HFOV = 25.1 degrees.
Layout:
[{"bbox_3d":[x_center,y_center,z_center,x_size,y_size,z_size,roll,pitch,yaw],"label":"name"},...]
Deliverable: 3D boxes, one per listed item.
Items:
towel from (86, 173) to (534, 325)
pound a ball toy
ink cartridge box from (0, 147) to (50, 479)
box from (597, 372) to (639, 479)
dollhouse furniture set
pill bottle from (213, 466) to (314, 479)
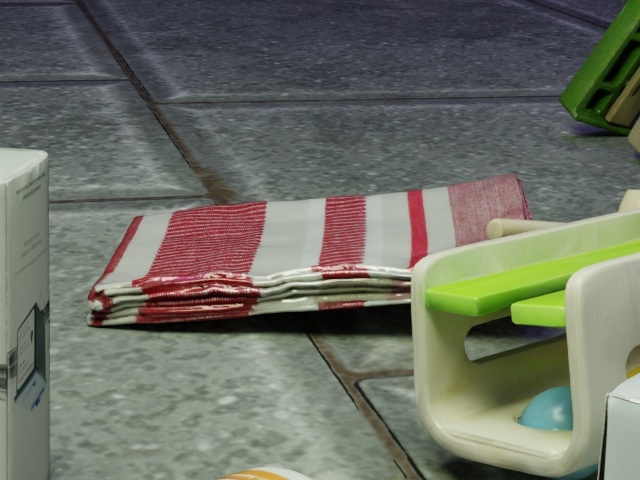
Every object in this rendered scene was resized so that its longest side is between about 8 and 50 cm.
[{"bbox_3d":[0.000,0.000,1.107,0.329,0.037,0.237,-5,16,4],"label":"towel"},{"bbox_3d":[0.187,0.053,0.894,0.319,0.135,0.208,-11,10,-40],"label":"pound a ball toy"},{"bbox_3d":[-0.215,0.049,0.734,0.140,0.190,0.082,4,16,5],"label":"ink cartridge box"},{"bbox_3d":[0.288,0.114,0.657,0.231,0.126,0.262,10,16,38],"label":"box"},{"bbox_3d":[0.462,-0.137,1.631,0.302,0.151,0.197,11,31,-35],"label":"dollhouse furniture set"},{"bbox_3d":[-0.080,0.165,0.498,0.216,0.121,0.121,-15,24,-42],"label":"pill bottle"}]
